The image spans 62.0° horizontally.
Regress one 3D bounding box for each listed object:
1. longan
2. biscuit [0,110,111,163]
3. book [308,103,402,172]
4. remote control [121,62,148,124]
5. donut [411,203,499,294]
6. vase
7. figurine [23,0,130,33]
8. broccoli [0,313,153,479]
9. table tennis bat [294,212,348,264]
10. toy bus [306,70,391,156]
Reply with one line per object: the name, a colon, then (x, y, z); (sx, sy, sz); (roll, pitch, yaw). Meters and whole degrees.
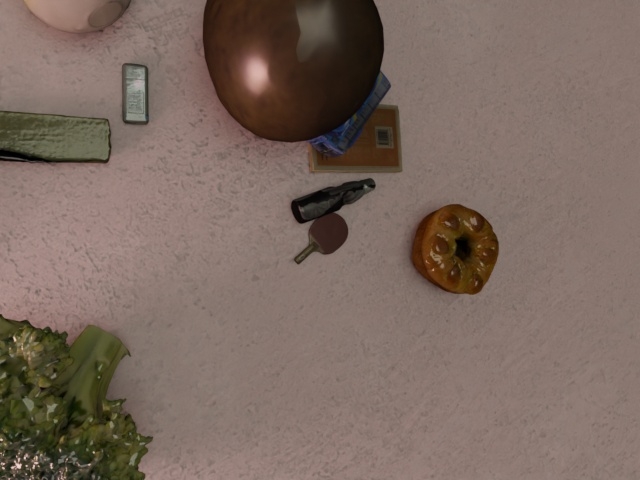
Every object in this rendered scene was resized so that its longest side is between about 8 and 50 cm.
longan: (-0.054, -0.385, 1.031); (0.336, 0.404, 0.404); (1, 88, -28)
biscuit: (-0.563, -0.190, 0.993); (0.322, 0.038, 0.099); (-2, 86, -22)
book: (0.084, -0.245, 1.270); (0.242, 0.018, 0.170); (-2, 87, -22)
remote control: (-0.376, -0.298, 1.083); (0.053, 0.018, 0.124); (-2, 88, -21)
donut: (0.332, 0.022, 1.310); (0.227, 0.114, 0.226); (1, 87, -22)
vase: (0.037, -0.099, 1.222); (0.211, 0.060, 0.060); (-22, 96, -21)
figurine: (-0.483, -0.582, 0.990); (0.394, 0.226, 0.274); (57, 39, 0)
broccoli: (-0.457, 0.294, 0.904); (0.338, 0.277, 0.317); (9, 65, -30)
table tennis bat: (0.000, 0.000, 1.231); (0.156, 0.013, 0.087); (-42, 105, -20)
toy bus: (0.068, -0.295, 1.214); (0.094, 0.079, 0.236); (39, 73, -17)
